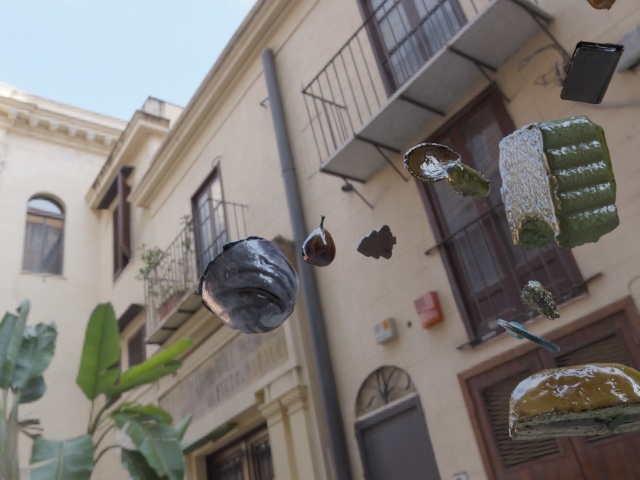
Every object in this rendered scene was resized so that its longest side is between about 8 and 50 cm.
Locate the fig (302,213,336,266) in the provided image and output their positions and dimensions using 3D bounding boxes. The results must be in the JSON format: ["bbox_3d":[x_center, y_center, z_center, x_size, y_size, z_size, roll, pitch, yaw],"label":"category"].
[{"bbox_3d":[0.000,0.000,1.482,0.089,0.125,0.089,8,-20,3],"label":"fig"}]

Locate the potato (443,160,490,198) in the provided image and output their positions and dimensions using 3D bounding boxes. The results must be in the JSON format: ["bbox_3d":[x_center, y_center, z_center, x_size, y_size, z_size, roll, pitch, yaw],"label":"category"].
[{"bbox_3d":[0.410,-0.169,1.683,0.188,0.105,0.085,18,-79,-51],"label":"potato"}]

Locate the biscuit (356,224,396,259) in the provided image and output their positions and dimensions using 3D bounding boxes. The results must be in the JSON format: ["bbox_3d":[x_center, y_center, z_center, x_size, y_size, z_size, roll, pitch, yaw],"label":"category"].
[{"bbox_3d":[0.170,0.010,1.816,0.130,0.019,0.119,-12,-65,-11],"label":"biscuit"}]

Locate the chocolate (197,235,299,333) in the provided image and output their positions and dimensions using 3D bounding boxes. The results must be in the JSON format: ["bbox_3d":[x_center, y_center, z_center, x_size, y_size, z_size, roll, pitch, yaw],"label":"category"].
[{"bbox_3d":[-0.188,0.164,1.769,0.303,0.213,0.303,-24,-43,-24],"label":"chocolate"}]

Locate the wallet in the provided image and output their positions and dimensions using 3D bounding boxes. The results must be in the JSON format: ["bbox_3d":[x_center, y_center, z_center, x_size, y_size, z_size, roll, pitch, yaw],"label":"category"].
[{"bbox_3d":[0.678,-0.420,1.495,0.110,0.031,0.198,13,-22,14],"label":"wallet"}]

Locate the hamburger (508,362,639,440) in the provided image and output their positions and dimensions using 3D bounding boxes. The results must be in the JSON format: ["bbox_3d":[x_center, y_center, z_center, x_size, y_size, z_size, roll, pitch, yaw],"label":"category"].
[{"bbox_3d":[0.468,0.284,1.070,0.262,0.130,0.124,-8,-37,13],"label":"hamburger"}]

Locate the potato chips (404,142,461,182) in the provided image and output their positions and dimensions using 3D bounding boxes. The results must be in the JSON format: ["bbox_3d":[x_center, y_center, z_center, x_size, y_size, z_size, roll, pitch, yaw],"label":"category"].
[{"bbox_3d":[0.352,-0.244,1.897,0.202,0.150,0.049,-33,-26,-35],"label":"potato chips"}]

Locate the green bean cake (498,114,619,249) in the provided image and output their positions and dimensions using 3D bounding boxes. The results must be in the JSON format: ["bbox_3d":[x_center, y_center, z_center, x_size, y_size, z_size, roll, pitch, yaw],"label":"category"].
[{"bbox_3d":[0.426,-0.097,1.078,0.124,0.232,0.236,-10,0,-3],"label":"green bean cake"}]

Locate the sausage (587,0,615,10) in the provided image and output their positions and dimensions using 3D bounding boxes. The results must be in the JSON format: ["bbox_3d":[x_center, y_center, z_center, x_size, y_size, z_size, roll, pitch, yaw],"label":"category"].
[{"bbox_3d":[0.456,-0.463,1.019,0.183,0.054,0.062,24,-30,-31],"label":"sausage"}]

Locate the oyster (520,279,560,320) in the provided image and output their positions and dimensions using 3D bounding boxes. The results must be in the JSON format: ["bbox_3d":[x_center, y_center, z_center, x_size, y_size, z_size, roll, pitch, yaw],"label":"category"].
[{"bbox_3d":[0.781,0.208,2.093,0.166,0.108,0.053,41,-32,-10],"label":"oyster"}]

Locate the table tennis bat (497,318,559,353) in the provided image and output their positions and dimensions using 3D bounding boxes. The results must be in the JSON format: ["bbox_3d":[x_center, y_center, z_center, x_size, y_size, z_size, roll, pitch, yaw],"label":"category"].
[{"bbox_3d":[0.486,0.223,1.425,0.149,0.038,0.237,25,1,5],"label":"table tennis bat"}]
